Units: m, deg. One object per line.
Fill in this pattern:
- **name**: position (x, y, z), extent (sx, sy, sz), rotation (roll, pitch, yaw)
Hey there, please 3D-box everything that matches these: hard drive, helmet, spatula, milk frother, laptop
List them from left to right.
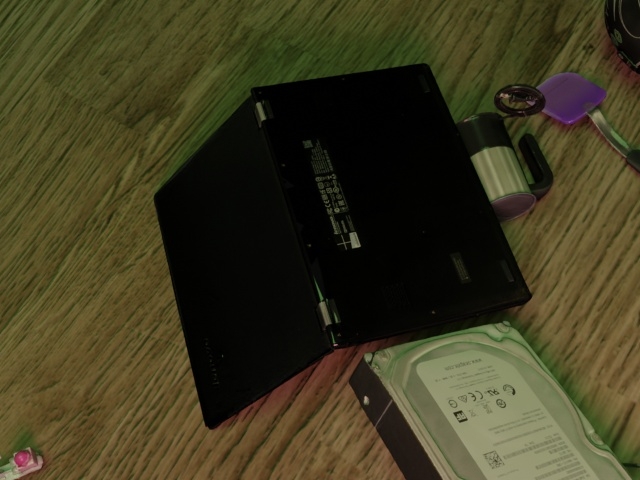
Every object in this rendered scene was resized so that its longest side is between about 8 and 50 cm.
- **laptop**: position (0.000, 0.000, 1.085), extent (0.407, 0.236, 0.382), rotation (-12, 65, -14)
- **milk frother**: position (0.250, -0.117, 1.054), extent (0.129, 0.143, 0.135), rotation (-16, 65, 1)
- **hard drive**: position (0.211, 0.245, 0.858), extent (0.236, 0.064, 0.339), rotation (-7, 49, -32)
- **spatula**: position (0.414, -0.138, 1.089), extent (0.084, 0.030, 0.296), rotation (-38, 65, -8)
- **helmet**: position (0.479, -0.326, 1.083), extent (0.169, 0.169, 0.162), rotation (-12, 82, 7)

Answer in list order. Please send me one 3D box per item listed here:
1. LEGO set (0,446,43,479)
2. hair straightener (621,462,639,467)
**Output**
- **LEGO set**: position (-0.380, 0.407, 0.986), extent (0.132, 0.107, 0.287), rotation (-33, 65, -3)
- **hair straightener**: position (0.424, 0.340, 0.884), extent (0.089, 0.047, 0.230), rotation (-36, 61, -5)
